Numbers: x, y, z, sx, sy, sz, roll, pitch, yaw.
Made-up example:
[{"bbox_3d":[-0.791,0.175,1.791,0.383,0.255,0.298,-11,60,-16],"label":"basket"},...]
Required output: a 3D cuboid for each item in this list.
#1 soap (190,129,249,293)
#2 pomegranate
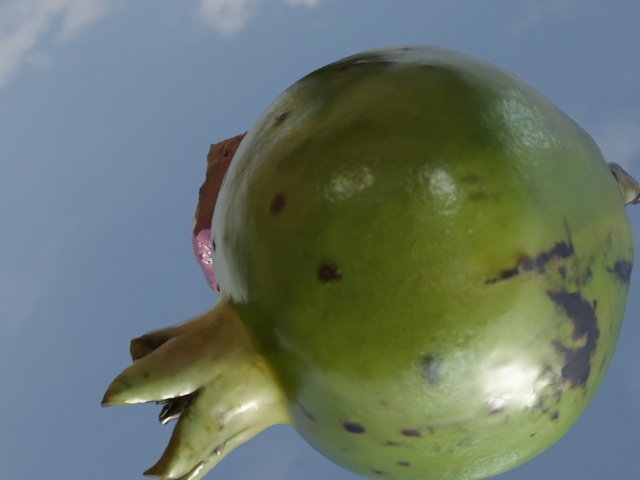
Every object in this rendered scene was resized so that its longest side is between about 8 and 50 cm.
[{"bbox_3d":[0.000,0.000,1.369,0.220,0.325,0.127,-17,-123,31],"label":"soap"},{"bbox_3d":[0.032,0.033,0.809,0.340,0.260,0.260,-34,-143,-16],"label":"pomegranate"}]
